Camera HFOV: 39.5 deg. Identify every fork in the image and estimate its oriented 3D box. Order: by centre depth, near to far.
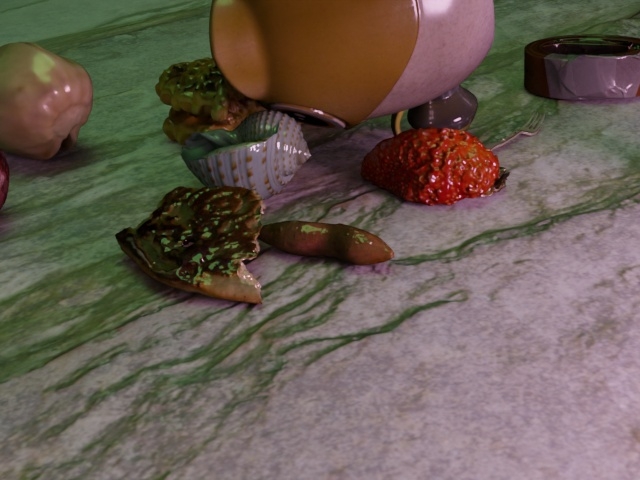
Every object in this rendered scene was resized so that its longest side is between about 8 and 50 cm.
[{"bbox_3d":[0.337,-0.179,1.582,0.034,0.028,0.219,25,42,31],"label":"fork"}]

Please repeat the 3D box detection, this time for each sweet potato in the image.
[{"bbox_3d":[0.002,0.000,1.229,0.219,0.051,0.065,9,15,24],"label":"sweet potato"}]

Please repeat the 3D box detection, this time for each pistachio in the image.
[{"bbox_3d":[-0.543,-0.252,1.624,0.318,0.213,0.193,3,26,39],"label":"pistachio"}]

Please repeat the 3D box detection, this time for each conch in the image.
[{"bbox_3d":[-0.114,-0.123,1.407,0.200,0.131,0.172,-12,31,24],"label":"conch"}]

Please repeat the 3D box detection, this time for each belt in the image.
[{"bbox_3d":[0.544,-0.352,1.807,0.262,0.105,0.184,10,31,24],"label":"belt"}]

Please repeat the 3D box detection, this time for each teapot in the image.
[{"bbox_3d":[0.200,-0.244,1.606,0.166,0.119,0.130,-27,32,-11],"label":"teapot"}]

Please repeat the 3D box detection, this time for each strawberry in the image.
[{"bbox_3d":[0.176,-0.130,1.406,0.236,0.106,0.175,-1,26,7],"label":"strawberry"}]

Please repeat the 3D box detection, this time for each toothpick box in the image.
[{"bbox_3d":[0.036,-0.381,1.441,0.426,0.408,0.409,-15,27,2],"label":"toothpick box"}]

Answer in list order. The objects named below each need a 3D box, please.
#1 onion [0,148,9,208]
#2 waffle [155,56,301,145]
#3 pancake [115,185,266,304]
[{"bbox_3d":[-0.595,-0.109,1.333,0.252,0.219,0.252,3,33,-2],"label":"onion"},{"bbox_3d":[-0.142,-0.280,1.705,0.324,0.151,0.261,-18,33,-29],"label":"waffle"},{"bbox_3d":[-0.178,0.007,1.219,0.213,0.056,0.257,-9,34,3],"label":"pancake"}]
